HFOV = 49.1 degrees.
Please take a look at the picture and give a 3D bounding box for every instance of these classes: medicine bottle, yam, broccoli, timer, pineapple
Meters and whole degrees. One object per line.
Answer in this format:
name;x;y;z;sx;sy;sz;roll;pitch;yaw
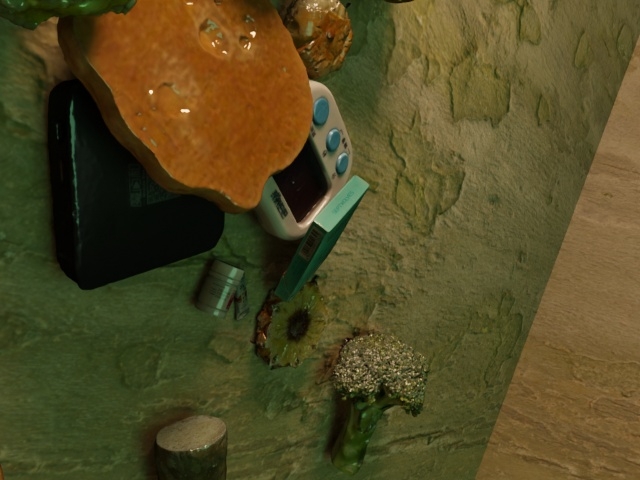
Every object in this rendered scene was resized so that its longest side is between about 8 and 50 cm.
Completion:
medicine bottle;-0.175;0.083;1.220;0.058;0.058;0.091;25;87;-54
yam;-0.228;0.455;1.285;0.133;0.133;0.330;-30;133;-41
broccoli;0.107;0.397;1.654;0.252;0.221;0.361;-70;179;-87
timer;-0.048;-0.143;1.245;0.237;0.087;0.262;-52;143;-21
pineapple;-0.053;0.165;1.432;0.221;0.047;0.221;-26;125;-44

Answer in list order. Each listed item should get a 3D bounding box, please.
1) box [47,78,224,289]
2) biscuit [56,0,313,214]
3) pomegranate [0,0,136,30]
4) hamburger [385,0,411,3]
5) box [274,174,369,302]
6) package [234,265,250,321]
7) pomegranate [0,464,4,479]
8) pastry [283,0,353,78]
box;-0.253;-0.096;1.020;0.289;0.073;0.290;-21;122;-46
biscuit;-0.163;-0.235;0.978;0.385;0.062;0.365;51;48;-31
pomegranate;-0.312;-0.332;0.693;0.340;0.260;0.260;-20;126;-17
hamburger;0.109;-0.517;1.238;0.215;0.122;0.189;-31;123;-36
box;0.000;0.000;1.309;0.162;0.041;0.229;-49;172;-42
package;-0.149;0.099;1.300;0.037;0.015;0.110;-39;136;-42
pomegranate;-0.492;0.308;0.722;0.322;0.322;0.322;-27;127;-43
pastry;-0.008;-0.351;1.203;0.153;0.081;0.153;-40;145;-35
